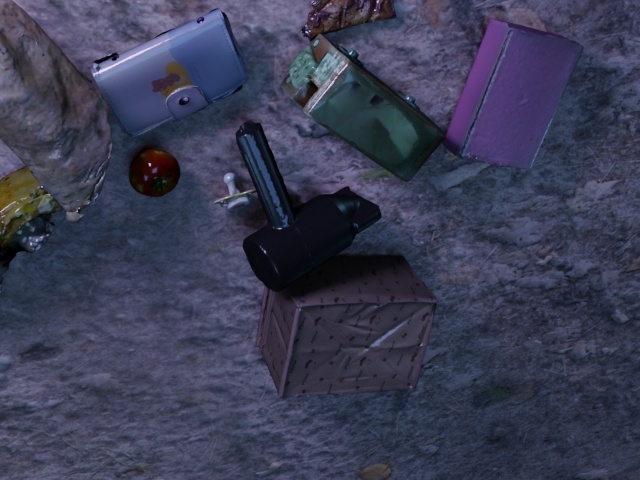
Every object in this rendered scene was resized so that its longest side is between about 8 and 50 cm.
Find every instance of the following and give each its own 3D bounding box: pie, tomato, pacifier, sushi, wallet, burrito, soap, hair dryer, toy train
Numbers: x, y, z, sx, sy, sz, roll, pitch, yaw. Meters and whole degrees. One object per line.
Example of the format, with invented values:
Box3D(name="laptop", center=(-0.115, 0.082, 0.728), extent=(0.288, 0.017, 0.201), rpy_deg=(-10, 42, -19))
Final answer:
Box3D(name="pie", center=(0.044, -0.387, 1.369), extent=(0.169, 0.034, 0.092), rpy_deg=(-21, 130, -8))
Box3D(name="tomato", center=(-0.280, -0.117, 1.387), extent=(0.087, 0.075, 0.087), rpy_deg=(-20, 140, -17))
Box3D(name="pacifier", center=(-0.156, -0.090, 1.475), extent=(0.083, 0.068, 0.064), rpy_deg=(-17, 92, -19))
Box3D(name="sushi", center=(-0.514, 0.000, 1.329), extent=(0.291, 0.139, 0.131), rpy_deg=(-40, 134, 4))
Box3D(name="wallet", center=(-0.234, -0.267, 1.312), extent=(0.231, 0.069, 0.170), rpy_deg=(-25, 144, -2))
Box3D(name="burrito", center=(-0.403, -0.196, 1.188), extent=(0.175, 0.107, 0.348), rpy_deg=(-51, 136, -19))
Box3D(name="soap", center=(0.357, -0.272, 1.541), extent=(0.181, 0.081, 0.259), rpy_deg=(4, 118, -25))
Box3D(name="hair dryer", center=(-0.040, -0.093, 1.453), extent=(0.244, 0.116, 0.302), rpy_deg=(-34, 122, -24))
Box3D(name="toy train", center=(0.088, -0.218, 1.420), extent=(0.326, 0.159, 0.129), rpy_deg=(30, 108, -36))

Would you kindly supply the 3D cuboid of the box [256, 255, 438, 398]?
Box3D(name="box", center=(0.048, 0.165, 1.630), extent=(0.297, 0.190, 0.225), rpy_deg=(-1, 120, -22))
